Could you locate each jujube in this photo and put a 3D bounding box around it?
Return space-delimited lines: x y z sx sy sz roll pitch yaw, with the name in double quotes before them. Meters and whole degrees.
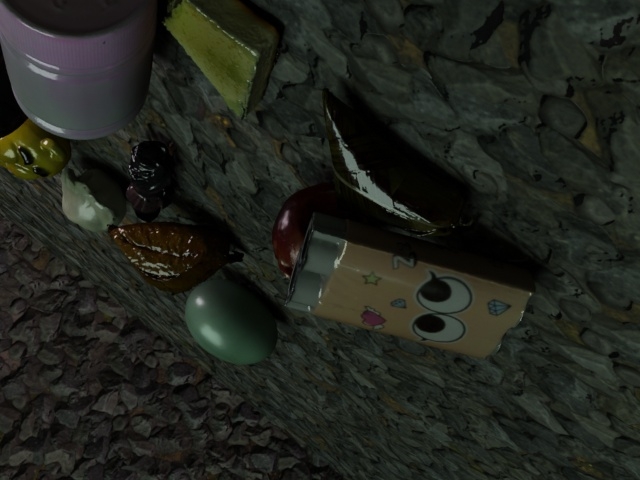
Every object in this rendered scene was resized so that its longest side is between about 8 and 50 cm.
"jujube" 0.000 0.000 1.311 0.155 0.155 0.230 39 169 -4

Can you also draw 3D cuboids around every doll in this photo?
"doll" -0.675 -0.266 1.844 0.348 0.161 0.423 47 164 -14

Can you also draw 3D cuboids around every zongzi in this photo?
"zongzi" 0.091 -0.092 1.070 0.187 0.084 0.184 18 142 28

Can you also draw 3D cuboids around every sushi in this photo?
"sushi" -0.306 0.035 1.782 0.287 0.149 0.140 1 -176 10

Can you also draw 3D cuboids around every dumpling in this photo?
"dumpling" -0.510 -0.094 1.968 0.162 0.132 0.250 36 176 -20

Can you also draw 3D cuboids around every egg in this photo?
"egg" -0.199 0.185 1.981 0.231 0.168 0.168 39 160 -16

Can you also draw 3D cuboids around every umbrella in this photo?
"umbrella" -0.327 -0.104 1.699 0.094 0.090 0.326 34 160 1

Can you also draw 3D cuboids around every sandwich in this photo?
"sandwich" -0.135 -0.253 1.123 0.162 0.058 0.193 39 161 3

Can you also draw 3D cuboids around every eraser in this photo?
"eraser" 0.111 0.060 1.155 0.290 0.087 0.171 16 138 -5

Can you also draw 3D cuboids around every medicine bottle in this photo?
"medicine bottle" -0.317 -0.278 1.156 0.202 0.202 0.316 39 159 -2

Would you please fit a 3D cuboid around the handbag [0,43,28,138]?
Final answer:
"handbag" -0.556 -0.288 1.519 0.169 0.215 0.155 24 164 41
